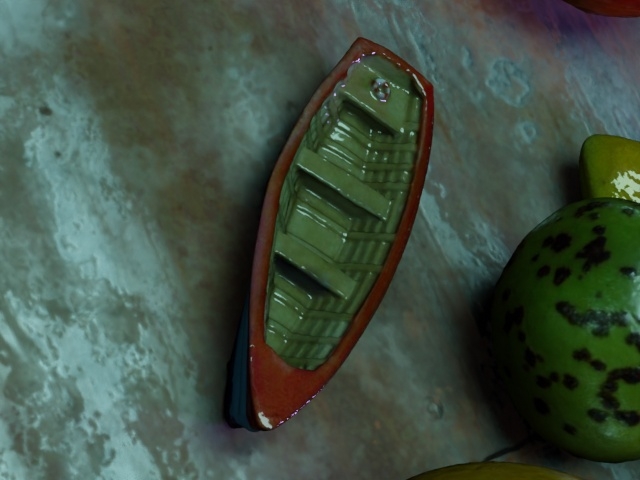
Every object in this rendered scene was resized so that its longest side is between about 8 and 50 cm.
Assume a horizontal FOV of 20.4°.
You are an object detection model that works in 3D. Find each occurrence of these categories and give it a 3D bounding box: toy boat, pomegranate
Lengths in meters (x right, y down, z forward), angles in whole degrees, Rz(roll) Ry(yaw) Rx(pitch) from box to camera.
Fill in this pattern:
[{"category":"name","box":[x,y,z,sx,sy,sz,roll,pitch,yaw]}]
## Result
[{"category":"toy boat","box":[0.000,0.000,1.490,0.136,0.079,0.392,32,57,-17]},{"category":"pomegranate","box":[0.284,0.062,1.502,0.231,0.286,0.231,30,48,-41]}]

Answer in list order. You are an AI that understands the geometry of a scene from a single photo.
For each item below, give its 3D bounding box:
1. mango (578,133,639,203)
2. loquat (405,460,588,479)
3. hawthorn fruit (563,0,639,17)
[{"category":"mango","box":[0.373,0.003,1.674,0.317,0.119,0.176,30,67,-10]},{"category":"loquat","box":[0.135,0.319,1.300,0.328,0.328,0.328,11,65,-25]},{"category":"hawthorn fruit","box":[0.287,-0.342,1.696,0.261,0.258,0.258,-2,69,0]}]
